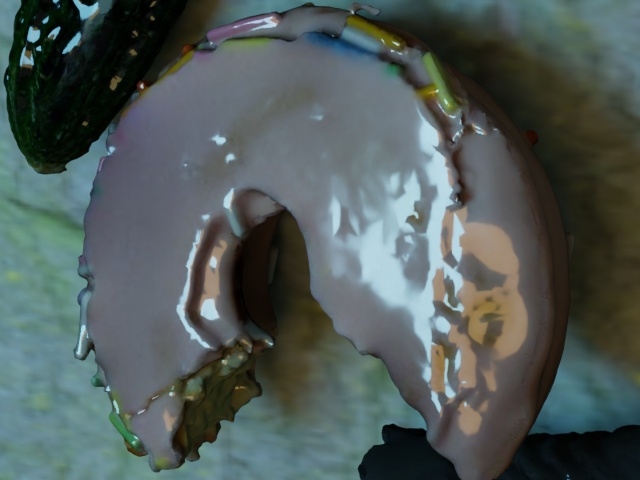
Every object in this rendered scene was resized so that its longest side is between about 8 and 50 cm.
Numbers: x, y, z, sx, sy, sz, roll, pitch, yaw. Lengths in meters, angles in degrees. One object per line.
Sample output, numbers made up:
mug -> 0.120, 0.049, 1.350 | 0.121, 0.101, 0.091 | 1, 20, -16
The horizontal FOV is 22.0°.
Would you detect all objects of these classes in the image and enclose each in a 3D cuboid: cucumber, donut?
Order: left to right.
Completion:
cucumber -> -0.075, -0.148, 0.705 | 0.077, 0.077, 0.265 | 36, 117, 8
donut -> 0.000, 0.000, 0.702 | 0.233, 0.085, 0.199 | -1, 94, 32

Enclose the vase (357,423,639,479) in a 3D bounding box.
vase -> 0.143, 0.109, 0.687 | 0.237, 0.115, 0.115 | -15, 101, 21
